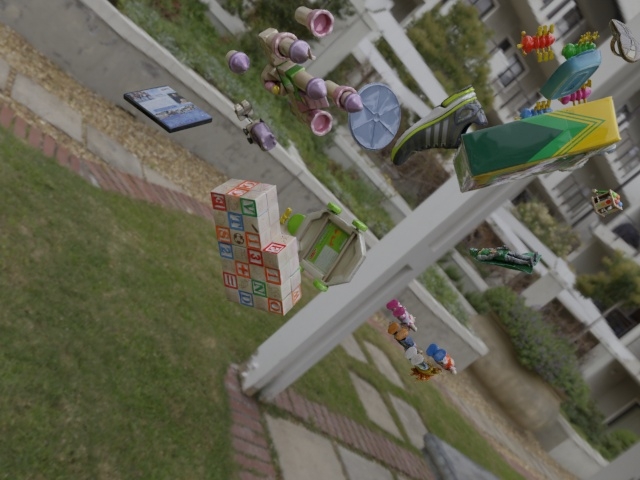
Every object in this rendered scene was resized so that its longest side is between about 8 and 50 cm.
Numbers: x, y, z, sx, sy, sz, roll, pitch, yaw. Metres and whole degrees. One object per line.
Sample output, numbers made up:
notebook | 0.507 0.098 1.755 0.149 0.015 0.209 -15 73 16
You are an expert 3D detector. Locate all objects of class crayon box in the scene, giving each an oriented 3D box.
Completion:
crayon box | 0.491 -0.214 1.366 0.363 0.312 0.106 5 71 -80

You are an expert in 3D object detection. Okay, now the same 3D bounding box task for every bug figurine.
bug figurine | 0.628 -0.438 1.523 0.072 0.216 0.279 -95 177 -65

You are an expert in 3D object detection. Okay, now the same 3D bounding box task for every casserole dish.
casserole dish | 0.627 -0.407 1.425 0.188 0.114 0.037 104 -33 -74

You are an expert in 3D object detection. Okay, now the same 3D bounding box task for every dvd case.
dvd case | -0.515 -0.446 1.920 0.253 0.022 0.180 37 42 23

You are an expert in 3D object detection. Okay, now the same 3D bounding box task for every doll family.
doll family | 0.245 0.284 1.514 0.263 0.118 0.163 50 3 36

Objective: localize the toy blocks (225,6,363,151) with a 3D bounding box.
toy blocks | -0.055 -0.380 1.433 0.260 0.308 0.289 47 -14 48

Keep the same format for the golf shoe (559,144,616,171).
golf shoe | 0.766 -0.266 1.655 0.086 0.176 0.069 41 24 -58

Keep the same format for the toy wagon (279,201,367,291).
toy wagon | 0.000 0.000 1.986 0.344 0.267 0.068 37 9 28

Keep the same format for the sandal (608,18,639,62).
sandal | 0.770 -0.503 1.458 0.072 0.049 0.180 19 48 -13

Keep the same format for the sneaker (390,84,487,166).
sneaker | 0.315 -0.283 1.543 0.121 0.300 0.111 56 36 4

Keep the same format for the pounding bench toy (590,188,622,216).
pounding bench toy | 0.825 -0.122 1.644 0.052 0.065 0.083 16 59 -39

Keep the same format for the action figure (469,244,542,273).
action figure | 0.616 0.054 1.943 0.137 0.232 0.064 -30 118 -46

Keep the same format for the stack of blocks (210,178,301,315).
stack of blocks | -0.148 0.016 1.348 0.171 0.298 0.087 11 31 26

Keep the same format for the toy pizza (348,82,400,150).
toy pizza | 0.161 -0.377 1.736 0.201 0.201 0.032 40 -10 -35
